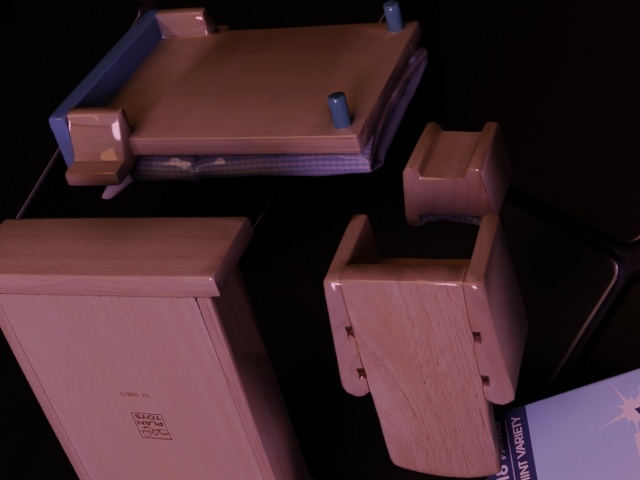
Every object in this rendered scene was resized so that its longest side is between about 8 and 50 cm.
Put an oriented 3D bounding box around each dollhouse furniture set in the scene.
[{"bbox_3d":[0.000,0.000,0.658,0.286,0.198,0.303,0,39,21],"label":"dollhouse furniture set"}]

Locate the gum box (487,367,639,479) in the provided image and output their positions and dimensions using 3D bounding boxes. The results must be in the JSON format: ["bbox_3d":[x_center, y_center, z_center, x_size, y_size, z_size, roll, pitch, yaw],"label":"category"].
[{"bbox_3d":[0.165,0.128,0.477,0.184,0.041,0.157,-24,55,29],"label":"gum box"}]
